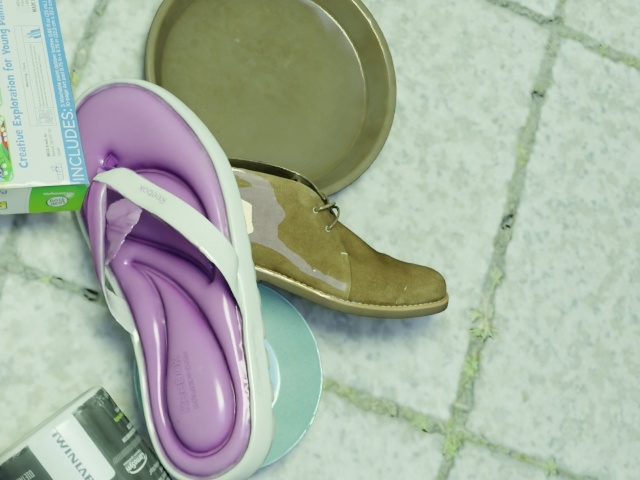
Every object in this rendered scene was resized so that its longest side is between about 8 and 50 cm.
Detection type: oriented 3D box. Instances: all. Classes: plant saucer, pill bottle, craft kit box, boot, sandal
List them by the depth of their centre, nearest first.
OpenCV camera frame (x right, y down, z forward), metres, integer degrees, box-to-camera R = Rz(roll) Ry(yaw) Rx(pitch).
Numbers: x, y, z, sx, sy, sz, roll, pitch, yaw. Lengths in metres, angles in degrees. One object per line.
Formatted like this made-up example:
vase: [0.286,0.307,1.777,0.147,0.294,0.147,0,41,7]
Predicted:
pill bottle: [-0.179,0.265,1.204,0.130,0.130,0.246,-38,93,-24]
sandal: [-0.145,0.022,1.219,0.169,0.102,0.416,-29,71,19]
craft kit box: [-0.358,-0.138,1.235,0.246,0.061,0.250,-2,62,-24]
plant saucer: [-0.094,0.133,1.318,0.195,0.037,0.195,4,77,-20]
boot: [0.000,0.000,1.329,0.305,0.112,0.115,15,100,-17]
plant saucer: [-0.053,-0.169,1.402,0.278,0.041,0.278,4,77,-20]
